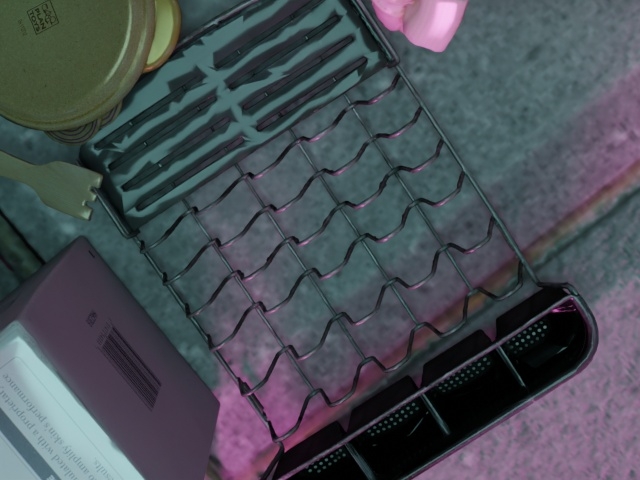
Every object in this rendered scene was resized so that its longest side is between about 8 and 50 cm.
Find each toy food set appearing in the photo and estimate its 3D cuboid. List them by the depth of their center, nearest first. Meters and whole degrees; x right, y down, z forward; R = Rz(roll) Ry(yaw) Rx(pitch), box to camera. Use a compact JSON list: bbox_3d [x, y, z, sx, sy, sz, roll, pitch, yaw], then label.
[{"bbox_3d":[-0.141,-0.120,0.948,0.132,0.038,0.192,21,97,17],"label":"toy food set"}]

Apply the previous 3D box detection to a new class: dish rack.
[{"bbox_3d":[0.000,0.000,0.957,0.208,0.074,0.271,-33,98,5],"label":"dish rack"}]

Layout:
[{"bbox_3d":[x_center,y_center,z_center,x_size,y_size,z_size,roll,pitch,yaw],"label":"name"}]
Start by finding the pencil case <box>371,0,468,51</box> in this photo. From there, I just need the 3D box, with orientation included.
[{"bbox_3d":[-0.066,-0.271,0.856,0.410,0.160,0.183,35,67,-6],"label":"pencil case"}]

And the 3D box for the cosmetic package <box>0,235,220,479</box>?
[{"bbox_3d":[-0.184,0.135,0.907,0.225,0.224,0.138,-37,98,7],"label":"cosmetic package"}]
